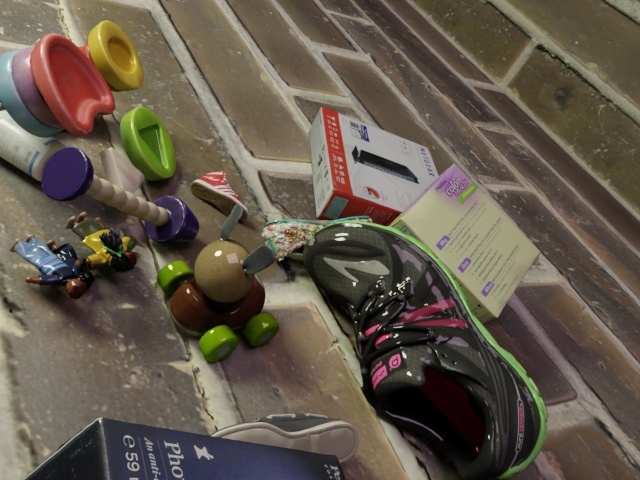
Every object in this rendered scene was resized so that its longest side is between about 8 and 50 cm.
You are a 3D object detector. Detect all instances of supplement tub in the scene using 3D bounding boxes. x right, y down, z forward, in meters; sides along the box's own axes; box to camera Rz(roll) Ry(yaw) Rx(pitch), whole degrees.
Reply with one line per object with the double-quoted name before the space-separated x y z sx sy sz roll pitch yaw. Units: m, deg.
"supplement tub" -0.459 -0.147 0.929 0.107 0.071 0.071 33 35 3

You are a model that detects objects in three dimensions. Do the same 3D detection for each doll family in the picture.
"doll family" -0.325 0.024 0.820 0.111 0.076 0.193 42 41 8

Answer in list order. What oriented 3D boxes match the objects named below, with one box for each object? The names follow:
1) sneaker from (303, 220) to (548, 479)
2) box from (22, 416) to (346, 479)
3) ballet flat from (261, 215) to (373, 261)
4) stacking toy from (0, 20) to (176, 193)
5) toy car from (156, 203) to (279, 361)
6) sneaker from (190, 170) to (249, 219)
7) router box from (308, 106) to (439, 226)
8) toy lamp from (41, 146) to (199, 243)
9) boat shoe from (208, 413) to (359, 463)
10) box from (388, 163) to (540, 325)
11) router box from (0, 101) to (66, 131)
"sneaker" 0.135 0.147 0.906 0.483 0.185 0.202 46 34 23
"box" -0.079 0.321 0.451 0.294 0.183 0.296 32 25 -47
"ballet flat" 0.000 0.000 1.096 0.241 0.091 0.077 -4 78 -34
"stacking toy" -0.380 -0.196 0.976 0.309 0.130 0.279 -71 141 -67
"toy car" -0.122 0.045 0.836 0.149 0.188 0.155 -13 54 -45
"sneaker" -0.172 -0.086 1.091 0.118 0.042 0.067 31 38 5
"router box" 0.131 -0.139 1.345 0.301 0.082 0.335 17 37 -19
"toy lamp" -0.265 -0.052 0.853 0.080 0.080 0.275 48 5 23
"boat shoe" -0.055 0.257 0.755 0.206 0.075 0.065 3 0 -26
"box" 0.258 0.017 1.132 0.243 0.117 0.213 46 52 1
"router box" -0.527 -0.242 1.018 0.179 0.046 0.133 -10 51 -44
